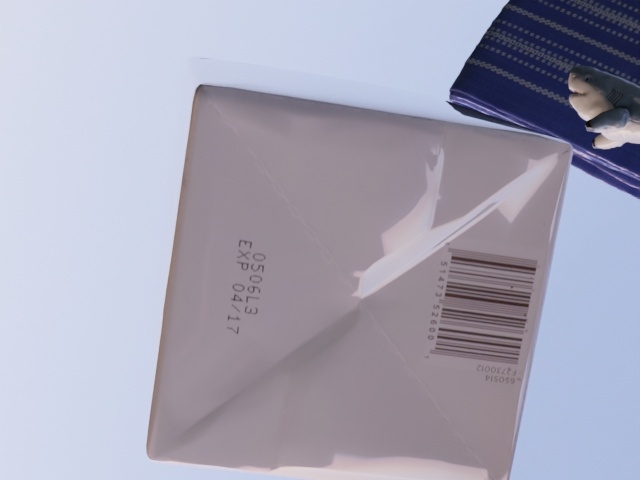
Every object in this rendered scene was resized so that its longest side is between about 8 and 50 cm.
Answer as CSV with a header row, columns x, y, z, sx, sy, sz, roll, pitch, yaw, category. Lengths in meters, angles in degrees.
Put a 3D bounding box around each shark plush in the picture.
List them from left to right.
x,y,z,sx,sy,sz,roll,pitch,yaw,category
0.295,-0.121,1.060,0.161,0.073,0.067,1,-100,30,shark plush

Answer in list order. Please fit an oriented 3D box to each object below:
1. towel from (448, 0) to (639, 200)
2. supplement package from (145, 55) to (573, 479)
x,y,z,sx,sy,sz,roll,pitch,yaw,category
0.312,-0.218,1.228,0.243,0.040,0.336,29,-106,23,towel
0.000,0.000,0.682,0.293,0.175,0.177,-123,-139,-76,supplement package
